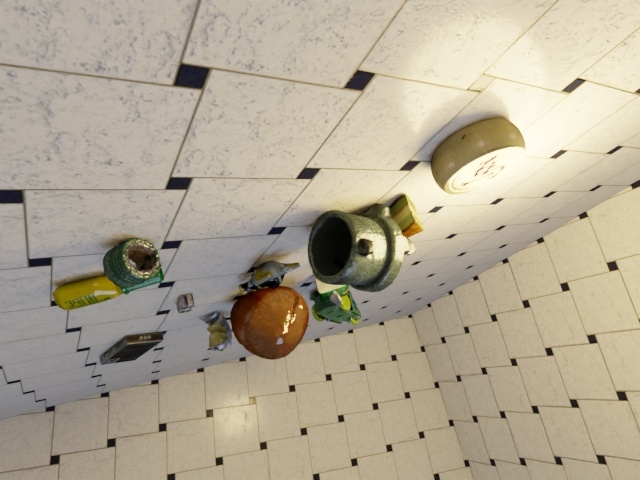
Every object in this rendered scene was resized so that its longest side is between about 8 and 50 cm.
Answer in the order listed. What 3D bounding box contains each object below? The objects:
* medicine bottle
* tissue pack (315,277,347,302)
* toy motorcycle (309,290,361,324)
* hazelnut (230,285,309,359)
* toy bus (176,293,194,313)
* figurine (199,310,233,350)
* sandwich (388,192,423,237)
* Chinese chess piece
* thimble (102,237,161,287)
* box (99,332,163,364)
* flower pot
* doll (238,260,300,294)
[{"bbox_3d":[-0.639,0.141,1.356,0.308,0.076,0.111,-14,162,-12],"label":"medicine bottle"},{"bbox_3d":[0.063,0.232,2.091,0.147,0.156,0.209,-15,161,-2],"label":"tissue pack"},{"bbox_3d":[0.102,0.332,2.355,0.191,0.200,0.326,-28,147,24],"label":"toy motorcycle"},{"bbox_3d":[-0.228,0.355,1.974,0.371,0.316,0.372,9,179,0],"label":"hazelnut"},{"bbox_3d":[-0.540,0.253,1.770,0.058,0.052,0.102,-7,159,-31],"label":"toy bus"},{"bbox_3d":[-0.489,0.433,2.122,0.128,0.184,0.209,-24,117,13],"label":"figurine"},{"bbox_3d":[0.251,-0.063,1.549,0.187,0.117,0.144,-25,156,23],"label":"sandwich"},{"bbox_3d":[0.453,-0.238,1.289,0.272,0.102,0.273,-16,159,-6],"label":"Chinese chess piece"},{"bbox_3d":[-0.511,0.061,1.204,0.090,0.119,0.135,-22,176,22],"label":"thimble"},{"bbox_3d":[-0.918,0.525,2.148,0.180,0.047,0.324,5,150,-47],"label":"box"},{"bbox_3d":[0.141,0.018,1.468,0.282,0.300,0.299,11,146,-38],"label":"flower pot"},{"bbox_3d":[-0.207,0.141,1.698,0.145,0.104,0.316,10,154,-33],"label":"doll"}]
